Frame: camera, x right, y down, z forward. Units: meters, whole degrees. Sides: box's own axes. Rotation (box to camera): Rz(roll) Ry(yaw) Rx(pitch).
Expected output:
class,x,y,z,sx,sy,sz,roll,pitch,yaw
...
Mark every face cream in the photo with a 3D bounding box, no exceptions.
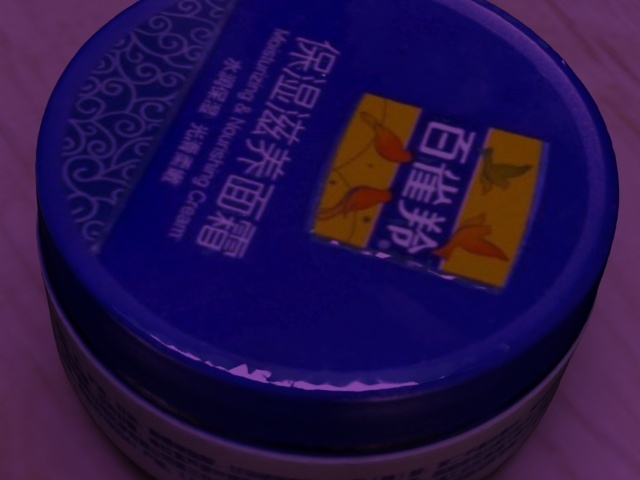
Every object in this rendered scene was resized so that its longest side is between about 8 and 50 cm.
class,x,y,z,sx,sy,sz,roll,pitch,yaw
face cream,0.000,0.000,0.565,0.206,0.111,0.206,2,53,-2
